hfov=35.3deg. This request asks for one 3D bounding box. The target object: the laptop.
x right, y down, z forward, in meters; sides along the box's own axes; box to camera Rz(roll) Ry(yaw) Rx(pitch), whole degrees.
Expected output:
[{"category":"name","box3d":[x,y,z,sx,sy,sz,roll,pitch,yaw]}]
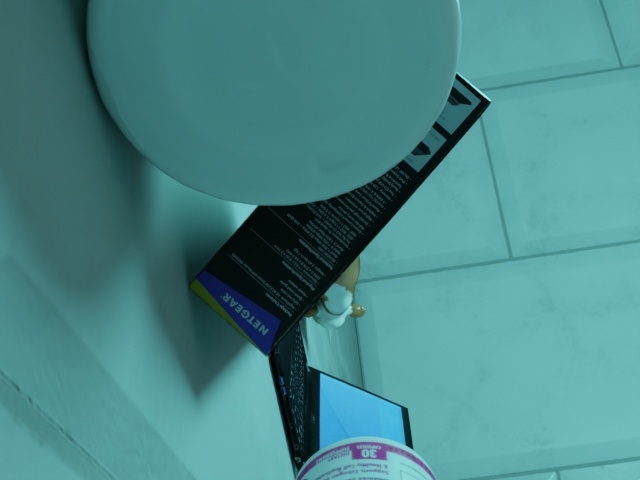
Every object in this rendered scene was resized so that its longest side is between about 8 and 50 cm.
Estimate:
[{"category":"laptop","box3d":[0.032,0.175,1.223,0.234,0.137,0.264,-91,172,-64]}]

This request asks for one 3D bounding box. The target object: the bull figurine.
[{"category":"bull figurine","box3d":[0.000,0.000,1.413,0.310,0.101,0.188,78,1,-66]}]

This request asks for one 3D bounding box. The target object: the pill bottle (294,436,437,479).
[{"category":"pill bottle","box3d":[0.046,0.325,0.940,0.283,0.160,0.160,-89,170,-67]}]

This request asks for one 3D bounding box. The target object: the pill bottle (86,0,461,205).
[{"category":"pill bottle","box3d":[-0.029,-0.198,0.675,0.361,0.204,0.204,-92,173,-56]}]

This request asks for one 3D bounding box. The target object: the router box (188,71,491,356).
[{"category":"router box","box3d":[0.022,-0.038,0.854,0.081,0.243,0.309,41,4,1]}]
